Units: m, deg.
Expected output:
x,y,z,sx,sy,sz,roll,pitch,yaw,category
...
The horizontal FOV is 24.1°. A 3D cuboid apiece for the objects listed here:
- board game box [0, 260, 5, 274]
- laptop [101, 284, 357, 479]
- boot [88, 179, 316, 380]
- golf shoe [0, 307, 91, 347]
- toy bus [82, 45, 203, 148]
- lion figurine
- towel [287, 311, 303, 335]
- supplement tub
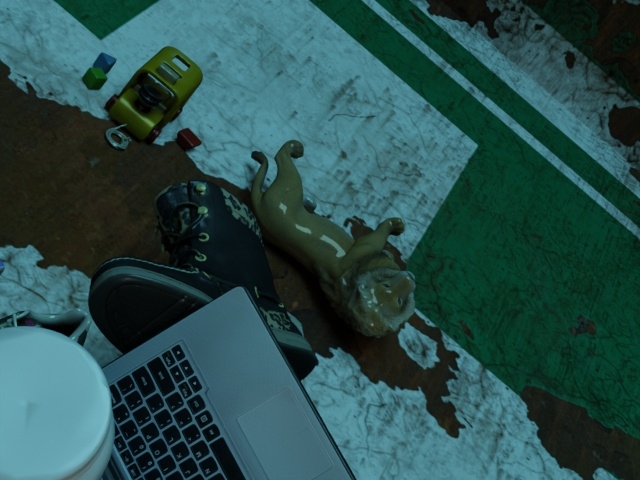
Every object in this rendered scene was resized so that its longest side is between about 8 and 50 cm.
x,y,z,sx,sy,sz,roll,pitch,yaw,category
-0.568,-0.020,1.802,0.232,0.141,0.291,-11,58,-53,board game box
-0.201,0.281,1.738,0.382,0.408,0.236,59,2,20,laptop
-0.182,0.041,2.059,0.377,0.138,0.284,23,35,-40,boot
-0.403,0.131,1.822,0.273,0.120,0.105,-9,59,-51,golf shoe
-0.270,-0.242,2.448,0.191,0.104,0.202,9,43,-41,toy bus
0.000,0.000,2.448,0.392,0.142,0.240,31,37,10,lion figurine
-0.127,0.158,2.163,0.187,0.049,0.282,35,31,-8,towel
-0.319,0.220,1.566,0.191,0.272,0.191,7,61,-12,supplement tub
